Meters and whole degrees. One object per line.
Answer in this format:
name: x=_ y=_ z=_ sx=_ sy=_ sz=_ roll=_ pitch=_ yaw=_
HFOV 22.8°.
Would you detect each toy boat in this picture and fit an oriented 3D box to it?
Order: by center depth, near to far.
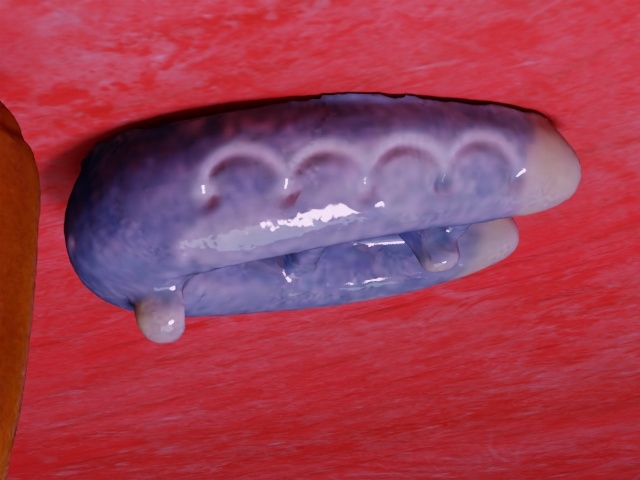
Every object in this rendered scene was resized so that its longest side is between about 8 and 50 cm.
toy boat: x=0.000 y=0.000 z=1.037 sx=0.330 sy=0.123 sz=0.215 roll=-1 pitch=162 yaw=-17

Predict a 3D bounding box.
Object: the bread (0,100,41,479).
bread: x=-0.234 y=0.044 z=0.841 sx=0.156 sy=0.288 sz=0.204 roll=6 pitch=163 yaw=-16
